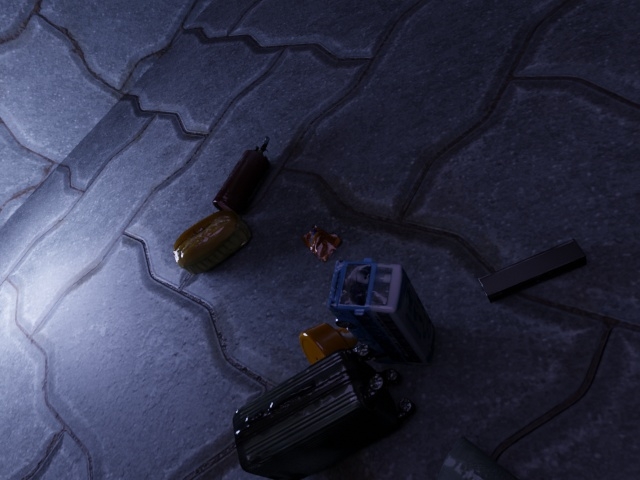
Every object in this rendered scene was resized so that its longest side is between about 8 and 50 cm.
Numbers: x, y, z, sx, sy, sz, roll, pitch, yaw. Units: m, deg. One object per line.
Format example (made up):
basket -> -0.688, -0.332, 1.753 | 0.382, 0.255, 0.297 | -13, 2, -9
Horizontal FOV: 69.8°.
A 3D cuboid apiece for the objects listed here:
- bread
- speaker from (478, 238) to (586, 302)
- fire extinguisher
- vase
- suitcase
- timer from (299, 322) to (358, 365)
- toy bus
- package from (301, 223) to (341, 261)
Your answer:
bread -> -0.334, -0.002, 1.381 | 0.236, 0.106, 0.140 | -33, 45, 8
speaker -> 0.413, 0.062, 0.897 | 0.191, 0.040, 0.046 | -26, 49, 15
fire extinguisher -> -0.237, -0.208, 1.467 | 0.105, 0.105, 0.268 | 14, 67, 39
vase -> 0.298, 0.404, 0.699 | 0.219, 0.096, 0.096 | 22, 73, 38
suitcase -> 0.003, 0.331, 0.861 | 0.312, 0.202, 0.128 | -31, 47, 10
timer -> 0.052, 0.215, 0.990 | 0.152, 0.132, 0.132 | -31, 42, -24
toy bus -> 0.121, 0.145, 0.854 | 0.131, 0.297, 0.106 | -2, 59, 25
package -> -0.001, 0.000, 1.214 | 0.077, 0.033, 0.111 | -41, 50, -12
